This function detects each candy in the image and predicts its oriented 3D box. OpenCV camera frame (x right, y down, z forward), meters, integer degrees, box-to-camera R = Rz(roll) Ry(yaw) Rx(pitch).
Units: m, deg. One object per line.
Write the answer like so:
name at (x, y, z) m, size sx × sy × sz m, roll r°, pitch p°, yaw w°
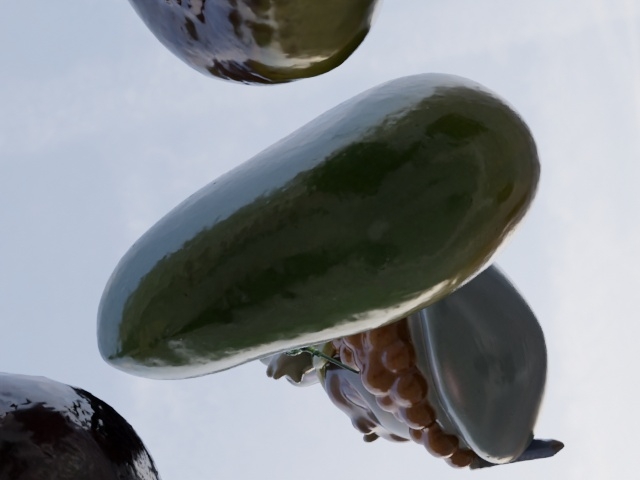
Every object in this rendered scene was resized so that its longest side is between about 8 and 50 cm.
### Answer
candy at (-0.002, 0.101, 0.956) m, size 0.025 × 0.083 × 0.023 m, roll -58°, pitch -25°, yaw -13°

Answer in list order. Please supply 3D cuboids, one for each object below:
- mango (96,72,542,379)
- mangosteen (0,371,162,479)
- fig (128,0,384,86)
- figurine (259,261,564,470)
mango at (0.000, 0.000, 0.583) m, size 0.251 × 0.156 × 0.114 m, roll -31°, pitch -70°, yaw 4°
mangosteen at (-0.108, 0.124, 0.377) m, size 0.152 × 0.152 × 0.152 m, roll 6°, pitch -99°, yaw -39°
fig at (-0.033, -0.134, 0.449) m, size 0.120 × 0.136 × 0.153 m, roll -15°, pitch -112°, yaw -20°
figurine at (0.057, 0.093, 1.084) m, size 0.224 × 0.382 × 0.205 m, roll 48°, pitch -116°, yaw -35°
